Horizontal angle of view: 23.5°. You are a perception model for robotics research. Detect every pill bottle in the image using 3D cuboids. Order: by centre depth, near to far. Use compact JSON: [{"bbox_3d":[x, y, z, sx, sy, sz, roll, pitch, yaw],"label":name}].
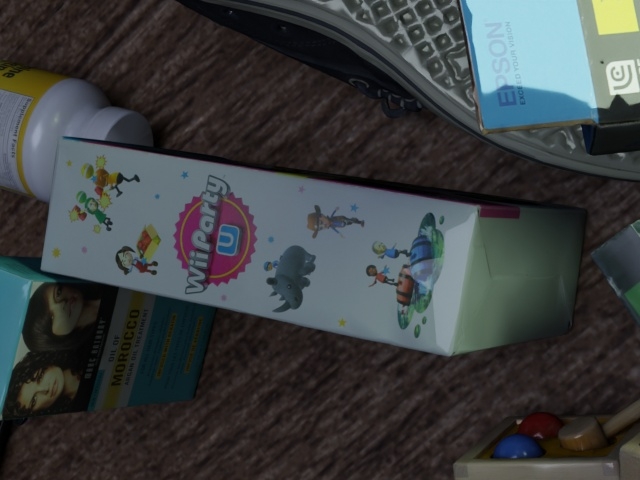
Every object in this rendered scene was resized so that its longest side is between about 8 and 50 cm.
[{"bbox_3d":[-0.230,-0.086,1.232,0.184,0.103,0.103,16,95,26],"label":"pill bottle"}]

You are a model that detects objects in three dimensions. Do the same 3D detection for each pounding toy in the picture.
[{"bbox_3d":[0.177,0.147,1.016,0.141,0.130,0.100,-5,98,27],"label":"pounding toy"}]

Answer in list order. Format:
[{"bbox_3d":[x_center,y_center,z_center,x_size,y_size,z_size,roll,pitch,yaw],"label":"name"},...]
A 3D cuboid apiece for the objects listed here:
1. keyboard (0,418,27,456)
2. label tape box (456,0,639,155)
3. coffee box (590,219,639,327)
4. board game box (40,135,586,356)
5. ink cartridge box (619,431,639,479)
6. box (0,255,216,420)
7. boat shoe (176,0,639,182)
[{"bbox_3d":[-0.267,0.112,1.291,0.108,0.023,0.180,22,99,32],"label":"keyboard"},{"bbox_3d":[0.207,-0.182,0.907,0.334,0.106,0.240,-7,83,-17],"label":"label tape box"},{"bbox_3d":[0.239,0.043,0.947,0.040,0.184,0.113,-39,74,23],"label":"coffee box"},{"bbox_3d":[0.000,0.000,1.047,0.303,0.224,0.097,9,93,26],"label":"board game box"},{"bbox_3d":[0.278,0.230,0.905,0.193,0.088,0.234,16,122,42],"label":"ink cartridge box"},{"bbox_3d":[-0.168,0.068,1.116,0.060,0.244,0.100,18,96,27],"label":"box"},{"bbox_3d":[0.068,-0.179,1.063,0.500,0.156,0.186,21,93,10],"label":"boat shoe"}]
